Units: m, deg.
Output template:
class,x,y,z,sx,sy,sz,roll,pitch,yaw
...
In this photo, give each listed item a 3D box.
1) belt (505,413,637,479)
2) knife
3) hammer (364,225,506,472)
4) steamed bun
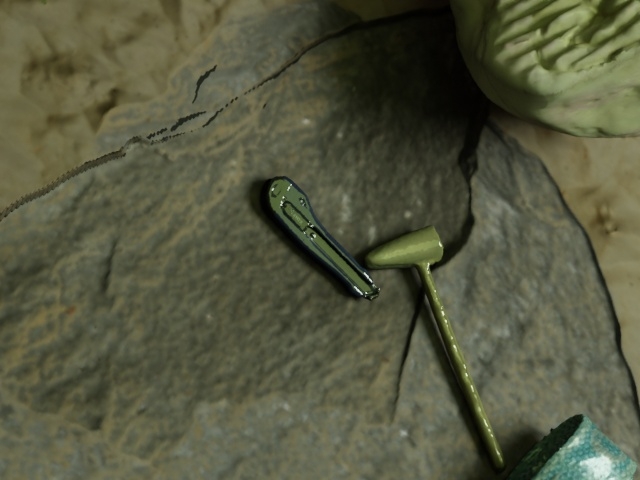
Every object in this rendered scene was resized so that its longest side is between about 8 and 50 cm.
class,x,y,z,sx,sy,sz,roll,pitch,yaw
belt,0.118,0.250,1.379,0.072,0.087,0.302,46,67,-7
knife,0.000,0.000,1.439,0.121,0.018,0.031,46,69,-6
hammer,0.093,0.088,1.446,0.060,0.028,0.195,-20,85,-17
steamed bun,0.242,-0.214,1.459,0.275,0.206,0.320,33,87,35
